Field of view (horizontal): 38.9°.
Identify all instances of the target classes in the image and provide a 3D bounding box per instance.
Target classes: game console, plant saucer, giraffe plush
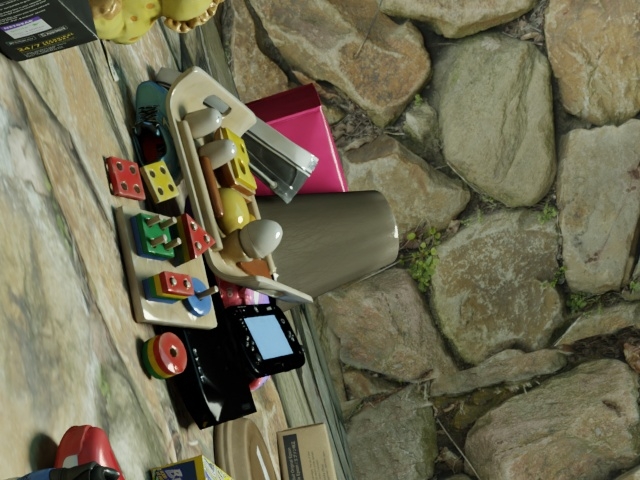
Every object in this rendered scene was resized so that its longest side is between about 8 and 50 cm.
[{"bbox_3d":[-0.109,0.121,1.193,0.361,0.044,0.213,8,62,-71],"label":"game console"},{"bbox_3d":[-0.087,0.365,1.248,0.278,0.041,0.277,-16,90,-88],"label":"plant saucer"},{"bbox_3d":[-0.210,-0.320,1.130,0.181,0.171,0.210,-103,177,-56],"label":"giraffe plush"}]

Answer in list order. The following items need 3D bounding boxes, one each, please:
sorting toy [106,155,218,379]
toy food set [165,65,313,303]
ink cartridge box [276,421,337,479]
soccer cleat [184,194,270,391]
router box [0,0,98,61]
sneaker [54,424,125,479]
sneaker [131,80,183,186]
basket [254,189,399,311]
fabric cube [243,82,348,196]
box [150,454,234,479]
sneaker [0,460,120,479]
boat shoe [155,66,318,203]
[{"bbox_3d":[-0.162,0.019,1.022,0.132,0.046,0.274,17,53,-59],"label":"sorting toy"},{"bbox_3d":[-0.098,-0.066,1.245,0.220,0.092,0.306,30,42,-69],"label":"toy food set"},{"bbox_3d":[-0.014,0.444,1.477,0.234,0.088,0.193,87,-8,-46],"label":"ink cartridge box"},{"bbox_3d":[-0.132,0.072,1.357,0.116,0.109,0.318,-80,157,-76],"label":"soccer cleat"},{"bbox_3d":[-0.274,-0.317,0.683,0.243,0.081,0.308,54,21,-85],"label":"router box"},{"bbox_3d":[-0.102,0.224,0.650,0.087,0.128,0.221,-100,176,-77],"label":"sneaker"},{"bbox_3d":[-0.218,-0.149,1.204,0.073,0.063,0.162,62,12,-65],"label":"sneaker"},{"bbox_3d":[0.000,0.000,1.489,0.154,0.227,0.204,138,-64,-69],"label":"basket"},{"bbox_3d":[-0.090,-0.114,1.670,0.254,0.259,0.258,-100,172,-70],"label":"fabric cube"},{"bbox_3d":[-0.118,0.268,0.920,0.169,0.054,0.059,72,4,-64],"label":"box"},{"bbox_3d":[-0.134,0.205,0.537,0.058,0.085,0.152,-72,146,-86],"label":"sneaker"},{"bbox_3d":[-0.153,-0.166,1.448,0.306,0.105,0.113,34,1,7],"label":"boat shoe"}]
